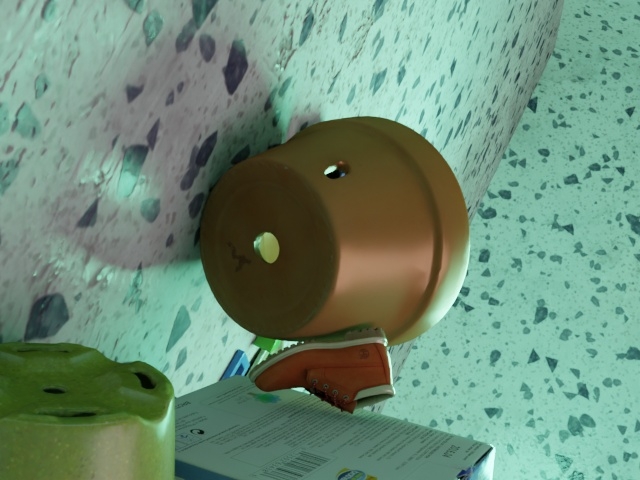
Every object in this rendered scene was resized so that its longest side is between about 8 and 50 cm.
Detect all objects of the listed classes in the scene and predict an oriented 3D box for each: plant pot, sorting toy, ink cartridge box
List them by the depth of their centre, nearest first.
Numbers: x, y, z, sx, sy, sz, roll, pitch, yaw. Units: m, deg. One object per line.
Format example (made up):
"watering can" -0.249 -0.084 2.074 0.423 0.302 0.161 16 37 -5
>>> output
"plant pot" -0.217 0.223 0.709 0.276 0.276 0.253 -17 118 -70
"ink cartridge box" 0.002 0.271 0.911 0.270 0.396 0.151 -10 107 -62
"plant pot" 0.000 0.000 1.065 0.203 0.291 0.290 -10 123 -53
"sorting toy" -0.106 0.274 1.497 0.196 0.047 0.347 -55 161 -36

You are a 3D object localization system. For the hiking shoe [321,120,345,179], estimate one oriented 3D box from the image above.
"hiking shoe" -0.021 -0.017 1.283 0.132 0.113 0.304 -1 106 -62

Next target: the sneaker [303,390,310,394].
"sneaker" -0.022 0.436 1.580 0.323 0.236 0.130 -49 175 -45

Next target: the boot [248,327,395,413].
"boot" 0.004 0.152 0.993 0.059 0.158 0.084 91 -14 -65

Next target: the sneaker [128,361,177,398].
"sneaker" -0.181 0.190 1.045 0.058 0.085 0.152 -60 163 -22
